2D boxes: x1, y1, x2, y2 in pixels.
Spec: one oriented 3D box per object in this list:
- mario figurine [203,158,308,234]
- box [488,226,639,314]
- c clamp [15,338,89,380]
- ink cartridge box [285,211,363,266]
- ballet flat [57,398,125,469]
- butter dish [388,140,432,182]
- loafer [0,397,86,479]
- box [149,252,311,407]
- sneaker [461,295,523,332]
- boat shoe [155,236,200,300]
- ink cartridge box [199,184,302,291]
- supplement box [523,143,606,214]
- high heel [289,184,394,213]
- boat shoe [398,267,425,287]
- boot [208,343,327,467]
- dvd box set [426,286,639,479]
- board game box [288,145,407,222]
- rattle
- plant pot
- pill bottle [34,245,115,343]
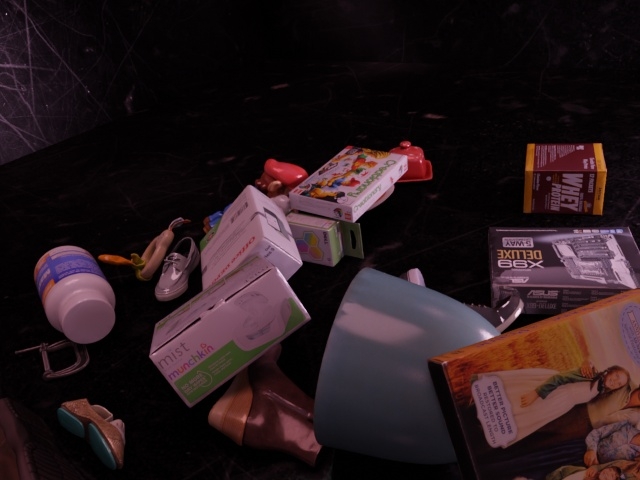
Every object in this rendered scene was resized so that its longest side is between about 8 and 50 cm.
[{"bbox_3d":[-0.161,-0.086,1.594,0.320,0.170,0.198,-36,57,5],"label":"mario figurine"},{"bbox_3d":[0.526,0.062,1.242,0.307,0.076,0.242,1,31,15],"label":"box"},{"bbox_3d":[-0.582,0.261,1.252,0.137,0.022,0.161,-20,30,-29],"label":"c clamp"},{"bbox_3d":[0.000,0.000,1.458,0.209,0.109,0.062,11,35,30],"label":"ink cartridge box"},{"bbox_3d":[-0.394,0.336,1.023,0.206,0.073,0.067,21,27,36],"label":"ballet flat"},{"bbox_3d":[0.275,-0.261,1.831,0.160,0.118,0.160,-4,30,10],"label":"butter dish"},{"bbox_3d":[-0.481,0.391,0.917,0.130,0.134,0.366,-51,34,-16],"label":"loafer"},{"bbox_3d":[-0.176,0.152,1.076,0.262,0.126,0.231,-35,12,-9],"label":"box"},{"bbox_3d":[0.297,0.141,1.108,0.222,0.083,0.118,-31,74,-32],"label":"sneaker"},{"bbox_3d":[-0.374,0.067,1.468,0.079,0.081,0.227,-3,30,9],"label":"boat shoe"},{"bbox_3d":[-0.175,0.028,1.351,0.211,0.121,0.289,-47,28,13],"label":"ink cartridge box"},{"bbox_3d":[0.663,-0.171,1.559,0.194,0.129,0.191,3,31,20],"label":"supplement box"},{"bbox_3d":[0.030,-0.167,1.712,0.377,0.127,0.181,-8,40,8],"label":"high heel"},{"bbox_3d":[0.184,0.140,1.205,0.076,0.080,0.228,-21,30,17],"label":"boat shoe"},{"bbox_3d":[-0.061,0.286,1.033,0.207,0.090,0.248,15,32,13],"label":"boot"},{"bbox_3d":[0.383,0.243,0.762,0.420,0.307,0.062,-15,-5,-12],"label":"dvd box set"},{"bbox_3d":[0.081,-0.159,1.531,0.193,0.053,0.305,15,40,30],"label":"board game box"},{"bbox_3d":[-0.455,-0.005,1.487,0.143,0.199,0.130,33,9,-10],"label":"rattle"},{"bbox_3d":[0.152,0.208,0.894,0.235,0.293,0.293,12,35,17],"label":"plant pot"},{"bbox_3d":[-0.575,0.128,1.343,0.152,0.152,0.272,-23,32,-24],"label":"pill bottle"}]
